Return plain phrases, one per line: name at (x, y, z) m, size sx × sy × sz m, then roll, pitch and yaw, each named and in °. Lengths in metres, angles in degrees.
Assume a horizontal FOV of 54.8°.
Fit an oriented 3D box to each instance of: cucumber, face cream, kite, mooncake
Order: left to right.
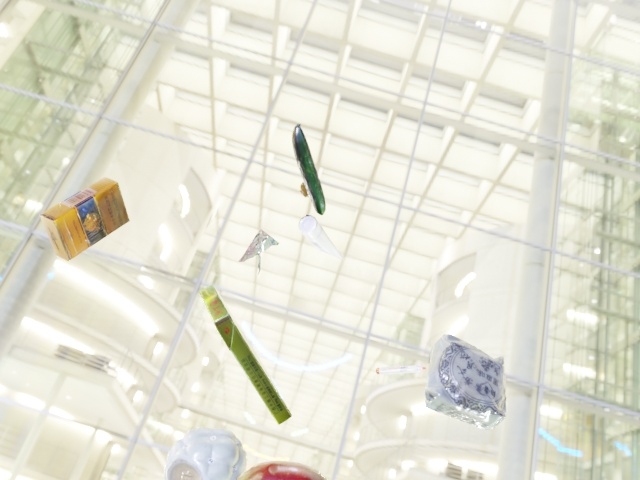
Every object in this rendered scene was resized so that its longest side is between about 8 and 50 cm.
kite at (-0.162, 0.031, 1.632) m, size 0.011 × 0.139 × 0.156 m, roll 38°, pitch -41°, yaw 34°
cucumber at (-0.038, -0.210, 1.859) m, size 0.056 × 0.056 × 0.284 m, roll -8°, pitch -76°, yaw 38°
face cream at (0.000, 0.000, 1.870) m, size 0.092 × 0.058 × 0.243 m, roll 22°, pitch -15°, yaw 26°
mooncake at (0.447, 0.420, 1.871) m, size 0.254 × 0.250 × 0.136 m, roll 23°, pitch -43°, yaw -5°

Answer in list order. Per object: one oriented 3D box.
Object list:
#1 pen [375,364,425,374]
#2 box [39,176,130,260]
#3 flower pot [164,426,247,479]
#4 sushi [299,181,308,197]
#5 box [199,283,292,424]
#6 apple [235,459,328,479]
pen at (0.273, 0.441, 2.107) m, size 0.026 × 0.026 × 0.218 m, roll 36°, pitch -32°, yaw -29°
box at (-0.695, -0.066, 1.841) m, size 0.070 × 0.237 × 0.152 m, roll 24°, pitch -44°, yaw 30°
flower pot at (-0.345, 0.680, 1.848) m, size 0.246 × 0.246 × 0.195 m, roll 3°, pitch 7°, yaw 24°
sushi at (-0.042, -0.163, 1.940) m, size 0.047 × 0.050 × 0.099 m, roll 54°, pitch -5°, yaw 7°
box at (-0.170, 0.257, 1.396) m, size 0.311 × 0.043 × 0.173 m, roll 63°, pitch -10°, yaw -26°
apple at (-0.073, 0.619, 1.288) m, size 0.288 × 0.288 × 0.316 m, roll 9°, pitch -45°, yaw 14°
